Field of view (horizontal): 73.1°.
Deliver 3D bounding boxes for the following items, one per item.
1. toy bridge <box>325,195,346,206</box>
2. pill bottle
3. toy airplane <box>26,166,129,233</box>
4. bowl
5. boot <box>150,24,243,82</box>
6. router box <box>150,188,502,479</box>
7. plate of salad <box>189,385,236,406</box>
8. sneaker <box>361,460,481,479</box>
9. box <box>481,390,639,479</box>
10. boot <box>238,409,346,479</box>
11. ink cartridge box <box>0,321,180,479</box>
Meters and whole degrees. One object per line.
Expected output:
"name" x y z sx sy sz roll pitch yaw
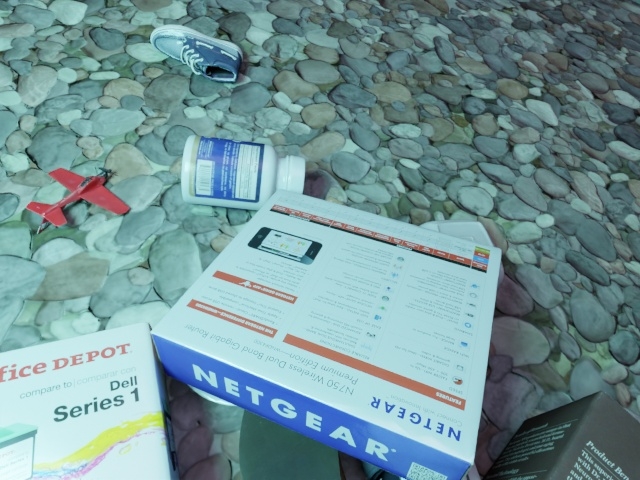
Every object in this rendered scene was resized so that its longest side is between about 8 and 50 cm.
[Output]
"toy bridge" 0.000 0.000 0.715 0.063 0.026 0.188 30 55 6
"pill bottle" -0.123 -0.106 0.707 0.187 0.112 0.112 6 55 -9
"toy airplane" -0.385 -0.069 0.675 0.151 0.028 0.151 5 54 -7
"bowl" 0.241 0.019 0.740 0.142 0.053 0.142 -2 55 -15
"boot" -0.258 -0.383 0.891 0.190 0.069 0.086 7 52 -10
"router box" 0.029 0.082 0.532 0.335 0.082 0.301 17 43 16
"plate of salad" -0.095 0.122 0.577 0.200 0.048 0.200 4 43 -3
"sneaker" 0.107 0.264 0.495 0.127 0.126 0.321 14 39 -5
"box" 0.288 0.315 0.478 0.203 0.167 0.168 -34 68 -30
"boot" -0.010 0.284 0.467 0.112 0.115 0.305 -21 37 -10
"ink cartridge box" -0.253 0.245 0.435 0.201 0.117 0.278 -10 59 -19
